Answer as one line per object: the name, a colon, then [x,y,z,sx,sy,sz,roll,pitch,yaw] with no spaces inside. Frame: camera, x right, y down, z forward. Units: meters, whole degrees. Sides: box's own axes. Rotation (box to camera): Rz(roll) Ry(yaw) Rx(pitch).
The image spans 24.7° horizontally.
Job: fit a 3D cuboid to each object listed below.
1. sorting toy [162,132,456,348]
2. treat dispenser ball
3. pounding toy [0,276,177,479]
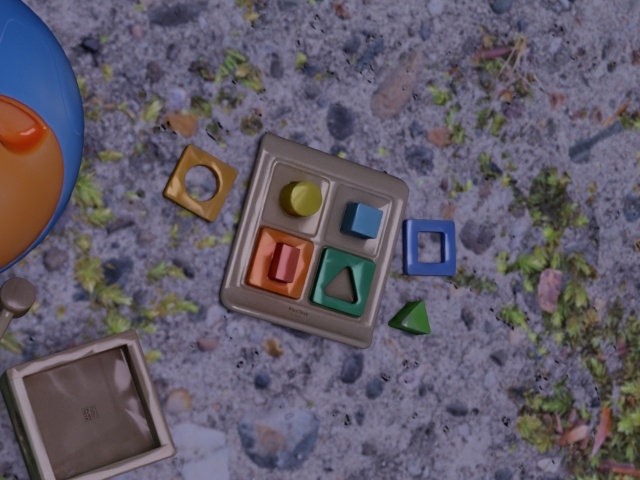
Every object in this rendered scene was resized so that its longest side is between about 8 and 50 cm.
sorting toy: [0.000,0.000,1.544,0.348,0.047,0.196,18,78,-22]
treat dispenser ball: [-0.348,-0.095,1.257,0.288,0.288,0.288,2,85,-25]
pounding toy: [-0.262,0.139,1.391,0.181,0.094,0.206,-17,84,-20]
